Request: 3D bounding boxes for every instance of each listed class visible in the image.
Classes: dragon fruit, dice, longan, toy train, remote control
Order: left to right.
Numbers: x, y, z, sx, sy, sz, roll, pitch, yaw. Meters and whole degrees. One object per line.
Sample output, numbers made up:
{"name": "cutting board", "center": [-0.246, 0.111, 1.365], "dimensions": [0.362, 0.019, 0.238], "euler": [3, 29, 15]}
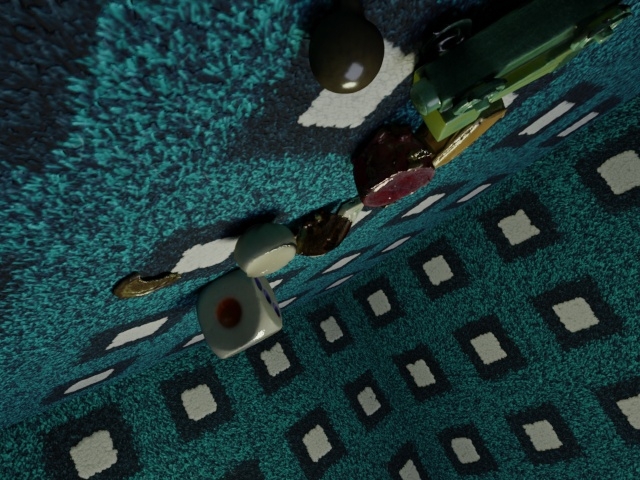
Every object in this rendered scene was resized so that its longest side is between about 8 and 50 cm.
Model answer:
{"name": "dice", "center": [-0.295, 0.263, 1.563], "dimensions": [0.243, 0.259, 0.251], "euler": [-27, 169, 4]}
{"name": "longan", "center": [0.036, -0.256, 0.559], "dimensions": [0.106, 0.106, 0.119], "euler": [-17, 122, -43]}
{"name": "remote control", "center": [0.098, -0.084, 1.497], "dimensions": [0.090, 0.049, 0.230], "euler": [-28, 167, -16]}
{"name": "dragon fruit", "center": [0.182, -0.196, 1.056], "dimensions": [0.211, 0.146, 0.282], "euler": [-16, 162, -15]}
{"name": "toy train", "center": [0.339, -0.337, 0.767], "dimensions": [0.398, 0.160, 0.253], "euler": [-30, 175, 8]}

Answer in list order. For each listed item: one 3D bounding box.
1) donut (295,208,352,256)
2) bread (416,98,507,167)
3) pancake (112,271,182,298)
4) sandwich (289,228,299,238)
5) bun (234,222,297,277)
{"name": "donut", "center": [-0.007, -0.012, 1.349], "dimensions": [0.186, 0.144, 0.126], "euler": [-62, -169, -8]}
{"name": "bread", "center": [0.343, -0.286, 1.079], "dimensions": [0.136, 0.106, 0.241], "euler": [-25, 168, -30]}
{"name": "pancake", "center": [-0.456, 0.112, 1.132], "dimensions": [0.191, 0.020, 0.184], "euler": [-19, 163, -40]}
{"name": "sandwich", "center": [-0.107, -0.011, 1.400], "dimensions": [0.101, 0.026, 0.069], "euler": [-31, 164, -1]}
{"name": "bun", "center": [-0.156, 0.012, 1.158], "dimensions": [0.173, 0.119, 0.172], "euler": [-25, 160, -10]}
